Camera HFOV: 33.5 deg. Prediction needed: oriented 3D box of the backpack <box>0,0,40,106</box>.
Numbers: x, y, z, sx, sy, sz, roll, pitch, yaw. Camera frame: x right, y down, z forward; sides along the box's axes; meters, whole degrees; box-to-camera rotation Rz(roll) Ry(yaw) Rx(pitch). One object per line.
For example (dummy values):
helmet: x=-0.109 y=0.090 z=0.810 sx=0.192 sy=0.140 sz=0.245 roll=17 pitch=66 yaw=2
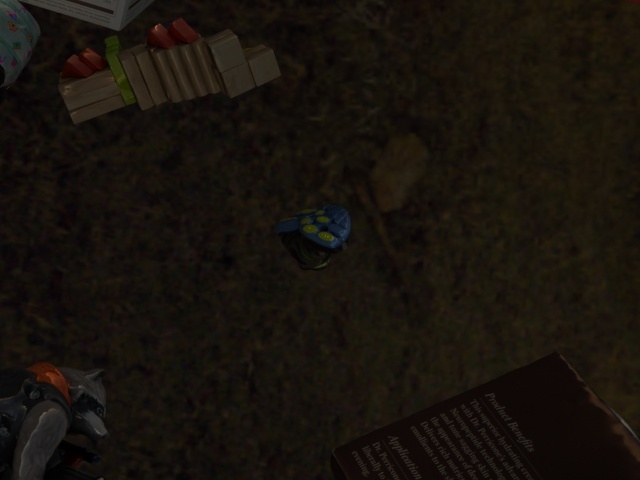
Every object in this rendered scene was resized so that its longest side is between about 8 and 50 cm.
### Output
backpack: x=-0.467 y=-0.277 z=1.468 sx=0.152 sy=0.182 sz=0.115 roll=36 pitch=71 yaw=-23

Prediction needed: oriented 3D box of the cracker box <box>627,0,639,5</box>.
cracker box: x=0.203 y=-0.200 z=0.602 sx=0.232 sy=0.156 sz=0.067 roll=178 pitch=-72 yaw=-83

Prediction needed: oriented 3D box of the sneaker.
sneaker: x=0.000 y=0.000 z=1.373 sx=0.067 sy=0.188 sz=0.078 roll=-29 pitch=100 yaw=-18

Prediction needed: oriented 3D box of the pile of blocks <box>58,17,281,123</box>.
pile of blocks: x=-0.237 y=-0.276 z=1.578 sx=0.149 sy=0.362 sz=0.112 roll=-71 pitch=149 yaw=-52

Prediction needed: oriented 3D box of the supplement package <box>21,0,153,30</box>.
supplement package: x=-0.254 y=-0.334 z=1.073 sx=0.262 sy=0.204 sz=0.145 roll=-81 pitch=-172 yaw=-67

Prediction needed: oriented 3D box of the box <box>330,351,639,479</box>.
box: x=0.138 y=0.225 z=0.798 sx=0.203 sy=0.168 sz=0.167 roll=-20 pitch=131 yaw=-13

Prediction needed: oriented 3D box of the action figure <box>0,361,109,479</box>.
action figure: x=-0.296 y=0.213 z=0.978 sx=0.330 sy=0.341 sz=0.178 roll=-37 pitch=128 yaw=-54
